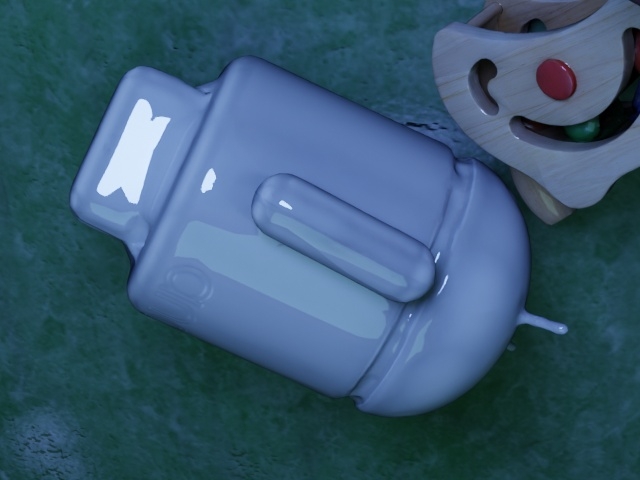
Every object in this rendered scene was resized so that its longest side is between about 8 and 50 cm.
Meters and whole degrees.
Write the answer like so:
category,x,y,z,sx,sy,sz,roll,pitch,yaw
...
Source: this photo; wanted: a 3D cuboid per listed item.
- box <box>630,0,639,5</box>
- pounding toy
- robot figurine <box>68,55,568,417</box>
category,x,y,z,sx,sy,sz,roll,pitch,yaw
box,0.324,-0.172,1.000,0.381,0.143,0.191,25,130,-23
pounding toy,0.186,-0.128,1.220,0.154,0.155,0.269,50,141,1
robot figurine,0.000,0.000,1.306,0.353,0.200,0.300,24,180,-6
